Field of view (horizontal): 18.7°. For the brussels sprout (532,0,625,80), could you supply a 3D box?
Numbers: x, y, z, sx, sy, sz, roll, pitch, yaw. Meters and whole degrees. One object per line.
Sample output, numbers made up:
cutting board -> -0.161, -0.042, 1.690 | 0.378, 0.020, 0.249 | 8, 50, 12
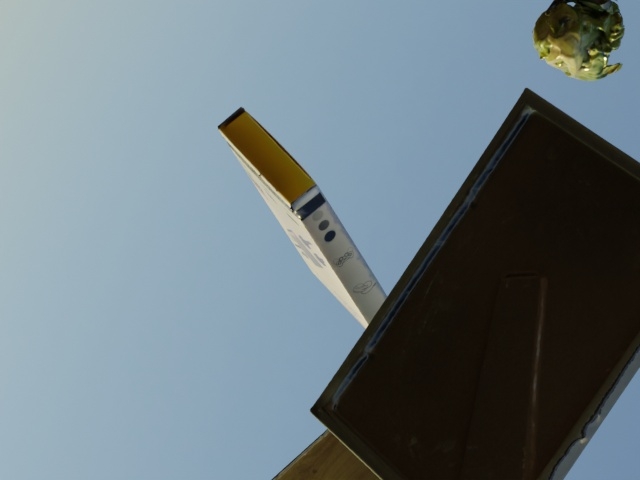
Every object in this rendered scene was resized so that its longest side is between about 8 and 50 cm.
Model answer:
brussels sprout -> 0.211, -0.170, 1.589 | 0.085, 0.085, 0.058 | -53, 170, 23

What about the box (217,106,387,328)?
box -> 0.000, 0.000, 1.673 | 0.033, 0.247, 0.129 | -39, -134, -6

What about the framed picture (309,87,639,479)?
framed picture -> 0.132, 0.059, 1.355 | 0.213, 0.016, 0.289 | 39, -81, 43

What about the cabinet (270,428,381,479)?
cabinet -> 0.083, 0.265, 1.931 | 0.148, 0.215, 0.175 | -46, 170, 27
